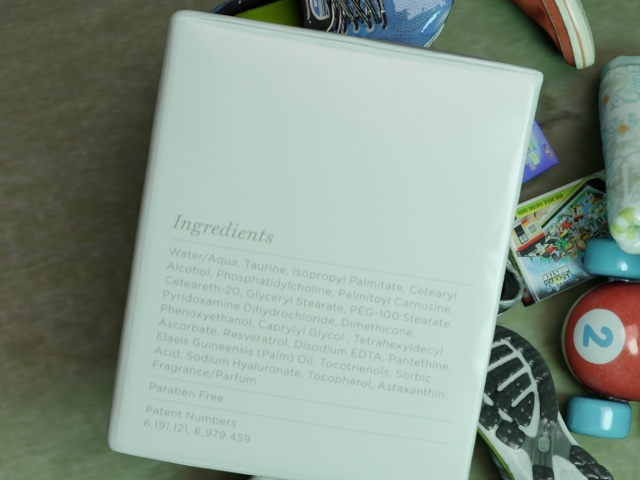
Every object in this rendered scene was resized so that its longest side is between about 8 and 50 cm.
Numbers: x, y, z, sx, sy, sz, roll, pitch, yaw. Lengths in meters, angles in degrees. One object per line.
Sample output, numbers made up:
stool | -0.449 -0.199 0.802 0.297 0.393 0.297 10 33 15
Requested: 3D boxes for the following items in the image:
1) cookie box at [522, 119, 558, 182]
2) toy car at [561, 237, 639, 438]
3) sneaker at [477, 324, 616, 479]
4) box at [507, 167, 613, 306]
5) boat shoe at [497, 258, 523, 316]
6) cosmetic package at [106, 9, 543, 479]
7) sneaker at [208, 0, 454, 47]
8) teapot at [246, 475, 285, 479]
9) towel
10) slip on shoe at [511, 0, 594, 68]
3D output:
cookie box | 0.203 -0.101 1.733 0.107 0.040 0.092 -28 87 -17
toy car | 0.393 0.114 1.613 0.210 0.238 0.219 8 87 -15
sneaker | 0.222 0.228 1.641 0.111 0.121 0.300 -20 65 -15
box | 0.308 -0.014 1.743 0.207 0.036 0.114 -22 85 -17
boat shoe | 0.089 -0.017 1.655 0.306 0.105 0.113 41 73 -3
cosmetic package | 0.000 0.000 1.437 0.327 0.329 0.393 9 98 -1
sneaker | 0.004 -0.235 1.657 0.330 0.147 0.129 -20 84 -17
teapot | 0.019 0.339 1.534 0.256 0.187 0.252 -1 51 3
towel | 0.485 -0.047 1.675 0.374 0.090 0.320 21 34 -9
slip on shoe | 0.213 -0.335 1.757 0.101 0.123 0.331 -35 94 15
